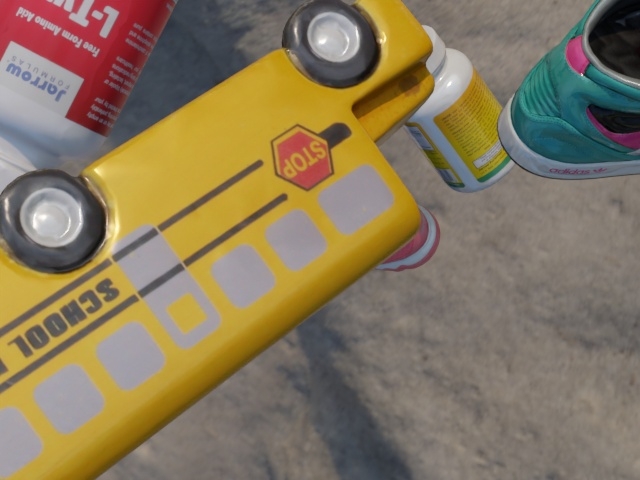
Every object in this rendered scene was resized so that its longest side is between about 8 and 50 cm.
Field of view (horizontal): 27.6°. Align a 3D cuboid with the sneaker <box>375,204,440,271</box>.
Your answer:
[{"bbox_3d":[0.000,-0.001,1.796,0.313,0.136,0.116,-16,72,15],"label":"sneaker"}]

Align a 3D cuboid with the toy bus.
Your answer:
[{"bbox_3d":[-0.067,0.005,0.657,0.130,0.332,0.108,53,153,3],"label":"toy bus"}]

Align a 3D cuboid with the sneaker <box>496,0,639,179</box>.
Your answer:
[{"bbox_3d":[0.303,-0.142,1.043,0.178,0.295,0.124,117,139,-60],"label":"sneaker"}]

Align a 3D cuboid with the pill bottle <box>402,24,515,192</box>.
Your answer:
[{"bbox_3d":[0.158,-0.167,1.646,0.117,0.118,0.208,-23,128,26],"label":"pill bottle"}]

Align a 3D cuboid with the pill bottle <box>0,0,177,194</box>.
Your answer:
[{"bbox_3d":[-0.337,-0.250,1.650,0.229,0.229,0.408,27,91,7],"label":"pill bottle"}]
